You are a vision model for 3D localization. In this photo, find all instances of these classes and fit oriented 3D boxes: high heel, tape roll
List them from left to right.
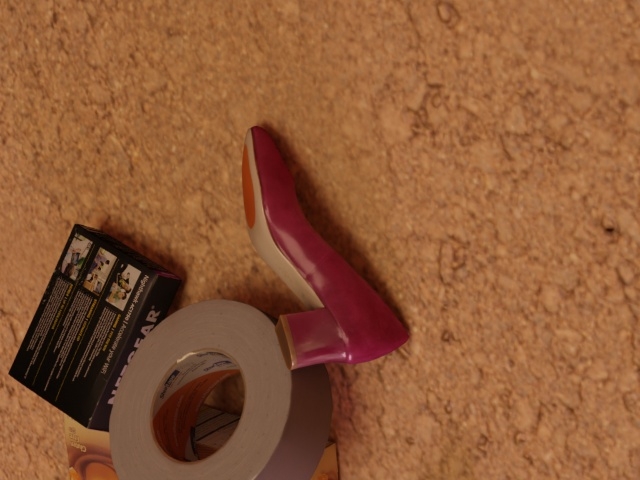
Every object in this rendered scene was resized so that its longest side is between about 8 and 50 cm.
[{"bbox_3d":[-0.098,0.169,1.829,0.219,0.072,0.219,-15,61,30],"label":"tape roll"},{"bbox_3d":[0.000,0.000,1.781,0.082,0.117,0.244,112,145,-65],"label":"high heel"}]

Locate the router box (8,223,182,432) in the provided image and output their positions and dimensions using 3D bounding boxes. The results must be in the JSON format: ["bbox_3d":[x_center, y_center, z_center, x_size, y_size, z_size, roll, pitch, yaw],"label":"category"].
[{"bbox_3d":[-0.235,0.091,1.961,0.133,0.046,0.179,29,97,36],"label":"router box"}]

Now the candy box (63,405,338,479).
[{"bbox_3d":[-0.124,0.271,1.961,0.316,0.087,0.182,11,114,38],"label":"candy box"}]
